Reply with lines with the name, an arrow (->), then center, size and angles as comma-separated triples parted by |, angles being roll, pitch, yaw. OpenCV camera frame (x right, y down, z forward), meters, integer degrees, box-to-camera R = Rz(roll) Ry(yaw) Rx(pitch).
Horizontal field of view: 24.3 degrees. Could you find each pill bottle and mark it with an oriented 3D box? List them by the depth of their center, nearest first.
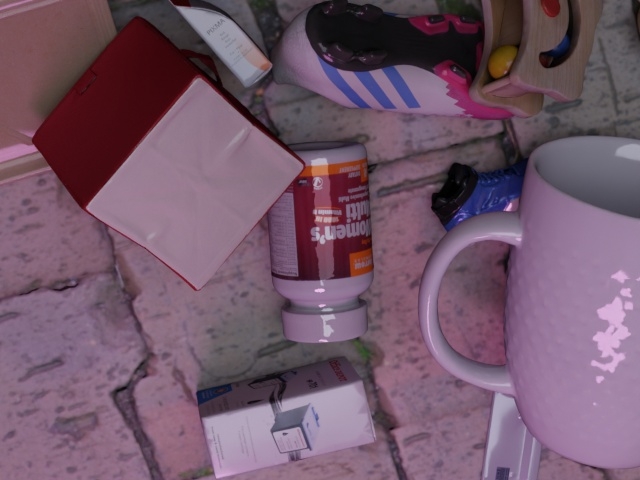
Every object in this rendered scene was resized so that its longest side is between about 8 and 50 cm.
pill bottle -> 0.000, 0.000, 1.728 | 0.121, 0.121, 0.221 | -5, 99, -7

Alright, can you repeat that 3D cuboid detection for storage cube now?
storage cube -> -0.166, -0.098, 1.623 | 0.215, 0.193, 0.183 | -48, 127, 3

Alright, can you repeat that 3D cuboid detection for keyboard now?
keyboard -> 0.237, 0.298, 1.866 | 0.072, 0.014, 0.256 | 6, 98, -4

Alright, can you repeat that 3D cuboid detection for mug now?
mug -> 0.297, 0.075, 1.705 | 0.374, 0.276, 0.328 | 6, 113, -5

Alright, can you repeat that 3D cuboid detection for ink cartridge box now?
ink cartridge box -> -0.128, -0.256, 1.654 | 0.045, 0.145, 0.179 | -38, 104, 3
ink cartridge box -> -0.043, 0.206, 1.746 | 0.190, 0.139, 0.082 | -14, 99, -6

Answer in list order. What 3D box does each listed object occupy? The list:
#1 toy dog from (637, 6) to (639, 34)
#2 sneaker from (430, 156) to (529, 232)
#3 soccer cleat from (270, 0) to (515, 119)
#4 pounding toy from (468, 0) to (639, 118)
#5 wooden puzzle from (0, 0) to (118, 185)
toy dog -> 0.513, -0.192, 1.751 | 0.161, 0.220, 0.334 | -27, 112, -35
sneaker -> 0.200, -0.070, 1.776 | 0.152, 0.058, 0.084 | -40, 111, 7
soccer cleat -> 0.095, -0.201, 1.726 | 0.331, 0.143, 0.116 | 11, 68, -29
pounding toy -> 0.260, -0.278, 1.674 | 0.154, 0.155, 0.270 | 33, 59, -27
wooden puzzle -> -0.328, -0.187, 1.664 | 0.220, 0.044, 0.239 | -17, 126, -5
